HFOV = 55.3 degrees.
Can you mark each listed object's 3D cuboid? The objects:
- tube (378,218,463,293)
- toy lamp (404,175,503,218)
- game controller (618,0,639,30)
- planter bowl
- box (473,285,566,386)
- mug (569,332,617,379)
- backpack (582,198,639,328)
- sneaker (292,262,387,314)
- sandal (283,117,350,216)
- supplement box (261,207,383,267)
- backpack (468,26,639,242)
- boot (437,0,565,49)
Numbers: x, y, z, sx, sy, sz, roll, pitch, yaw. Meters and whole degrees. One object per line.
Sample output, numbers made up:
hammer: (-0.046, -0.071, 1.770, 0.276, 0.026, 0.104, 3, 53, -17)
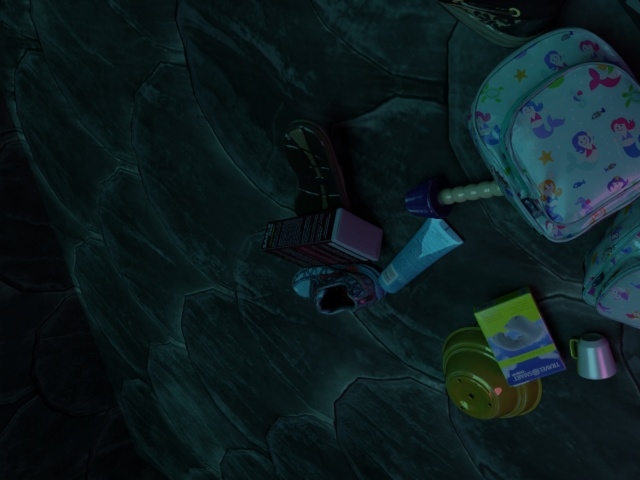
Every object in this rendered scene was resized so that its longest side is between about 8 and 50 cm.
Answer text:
tube: (0.189, 0.031, 1.202, 0.080, 0.052, 0.207, 44, 134, 4)
toy lamp: (0.262, -0.084, 1.026, 0.274, 0.080, 0.080, -10, 109, 46)
game controller: (0.430, -0.332, 0.715, 0.166, 0.067, 0.319, -35, 91, 36)
planter bowl: (0.319, 0.287, 1.218, 0.217, 0.090, 0.217, 24, 131, 31)
box: (0.364, 0.184, 1.107, 0.109, 0.042, 0.178, -25, 99, 20)
mug: (0.459, 0.194, 1.042, 0.078, 0.062, 0.064, -4, 106, 38)
backpack: (0.471, 0.034, 0.844, 0.165, 0.144, 0.188, 21, 127, 6)
sneaker: (0.015, 0.105, 1.359, 0.261, 0.125, 0.104, -3, 114, 45)
sandal: (0.003, -0.131, 1.231, 0.120, 0.086, 0.303, 8, 141, 14)
supplement box: (0.000, 0.000, 1.294, 0.130, 0.073, 0.239, 25, 157, -39)
backpack: (0.325, -0.145, 0.815, 0.225, 0.191, 0.254, -34, 84, 13)
boot: (0.153, -0.383, 0.721, 0.377, 0.138, 0.284, 33, -178, -1)
